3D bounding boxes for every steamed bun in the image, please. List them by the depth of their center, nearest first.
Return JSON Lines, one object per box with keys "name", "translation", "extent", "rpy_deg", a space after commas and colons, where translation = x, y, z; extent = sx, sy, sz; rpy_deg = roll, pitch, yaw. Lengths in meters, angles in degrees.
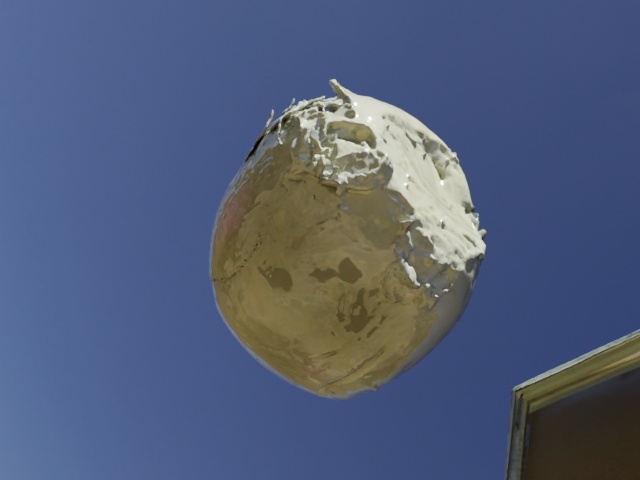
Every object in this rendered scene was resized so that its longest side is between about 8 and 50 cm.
{"name": "steamed bun", "translation": [0.000, 0.000, 0.953], "extent": [0.312, 0.233, 0.334], "rpy_deg": [-46, -149, 23]}

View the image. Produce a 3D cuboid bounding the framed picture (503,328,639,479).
{"name": "framed picture", "translation": [0.146, 0.097, 0.312], "extent": [0.014, 0.197, 0.252], "rpy_deg": [31, -41, -17]}
